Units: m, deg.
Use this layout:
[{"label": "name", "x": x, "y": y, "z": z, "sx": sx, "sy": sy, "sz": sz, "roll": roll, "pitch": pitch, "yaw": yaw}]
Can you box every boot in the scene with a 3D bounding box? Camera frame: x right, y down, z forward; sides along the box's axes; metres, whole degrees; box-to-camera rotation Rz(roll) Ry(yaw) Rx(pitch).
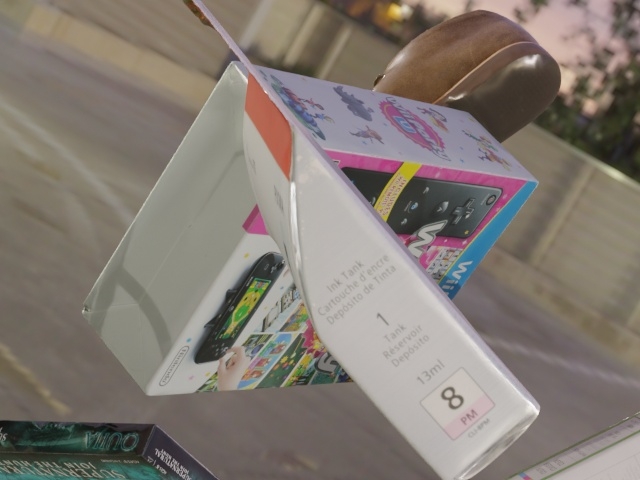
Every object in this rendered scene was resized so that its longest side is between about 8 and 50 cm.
[{"label": "boot", "x": 0.073, "y": -0.109, "z": 1.473, "sx": 0.112, "sy": 0.305, "sz": 0.115, "roll": 57, "pitch": 2, "yaw": -47}]

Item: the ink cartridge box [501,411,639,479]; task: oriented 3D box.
[{"label": "ink cartridge box", "x": 0.195, "y": 0.211, "z": 1.136, "sx": 0.109, "sy": 0.209, "sz": 0.062, "roll": 64, "pitch": -6, "yaw": -3}]

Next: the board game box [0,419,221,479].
[{"label": "board game box", "x": -0.141, "y": 0.155, "z": 0.985, "sx": 0.186, "sy": 0.026, "sz": 0.126, "roll": -4, "pitch": -37, "yaw": 37}]

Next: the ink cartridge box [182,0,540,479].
[{"label": "ink cartridge box", "x": -0.015, "y": -0.020, "z": 0.667, "sx": 0.232, "sy": 0.066, "sz": 0.189, "roll": 45, "pitch": 3, "yaw": -14}]

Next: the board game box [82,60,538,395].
[{"label": "board game box", "x": 0.000, "y": 0.000, "z": 1.172, "sx": 0.097, "sy": 0.224, "sz": 0.303, "roll": 47, "pitch": 25, "yaw": 29}]
